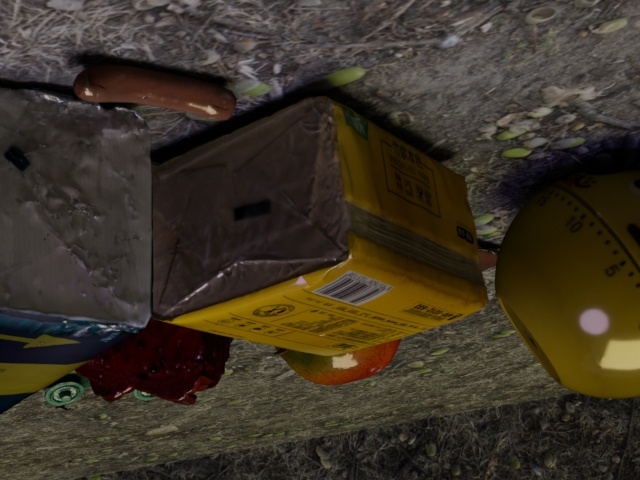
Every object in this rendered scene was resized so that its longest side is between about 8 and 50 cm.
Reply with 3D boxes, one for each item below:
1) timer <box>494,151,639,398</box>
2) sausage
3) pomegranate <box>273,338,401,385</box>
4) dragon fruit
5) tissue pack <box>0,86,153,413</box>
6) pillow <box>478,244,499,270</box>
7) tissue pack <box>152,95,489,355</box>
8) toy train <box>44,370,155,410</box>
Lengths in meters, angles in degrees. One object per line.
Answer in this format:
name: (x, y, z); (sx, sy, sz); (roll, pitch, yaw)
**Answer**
timer: (0.456, 0.034, 1.696); (0.387, 0.376, 0.376); (-33, 162, -2)
sausage: (-0.169, -0.152, 1.196); (0.186, 0.043, 0.043); (4, 157, -40)
pomegranate: (0.012, 0.120, 1.835); (0.221, 0.221, 0.256); (-26, 170, 41)
dragon fruit: (-0.300, 0.186, 1.870); (0.329, 0.228, 0.286); (-14, 164, 5)
tissue pack: (-0.377, 0.028, 1.286); (0.253, 0.264, 0.416); (10, 153, -36)
pillow: (0.210, 0.033, 1.972); (0.126, 0.043, 0.232); (-25, 158, 36)
tissue pack: (0.000, 0.000, 1.455); (0.293, 0.228, 0.382); (-20, 158, 26)
toy train: (-0.377, 0.191, 2.065); (0.307, 0.126, 0.189); (0, 127, -29)
